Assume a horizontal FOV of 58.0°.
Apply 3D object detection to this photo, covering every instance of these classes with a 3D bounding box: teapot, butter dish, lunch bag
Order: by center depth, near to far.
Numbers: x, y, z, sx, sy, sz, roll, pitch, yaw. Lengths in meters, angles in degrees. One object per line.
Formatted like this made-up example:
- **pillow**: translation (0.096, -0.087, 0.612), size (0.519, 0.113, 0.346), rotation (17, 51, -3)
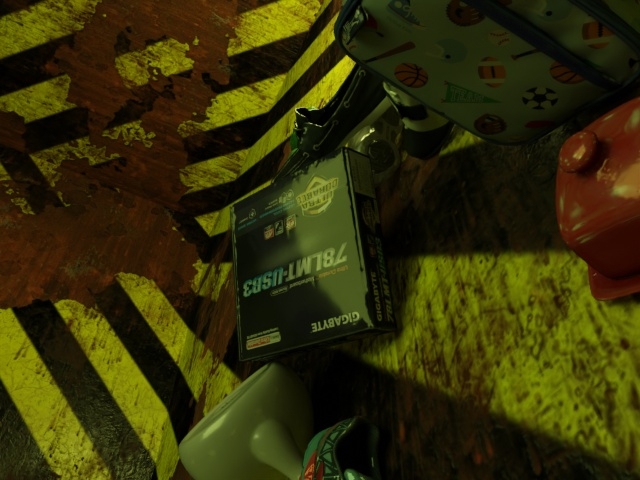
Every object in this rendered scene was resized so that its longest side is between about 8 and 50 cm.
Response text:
- **butter dish**: translation (0.246, -0.052, 0.464), size (0.160, 0.118, 0.160), rotation (-42, 31, 58)
- **lunch bag**: translation (0.171, -0.234, 0.604), size (0.243, 0.303, 0.114), rotation (-31, 37, 64)
- **teapot**: translation (-0.099, 0.343, 0.975), size (0.252, 0.187, 0.256), rotation (-41, 0, 21)

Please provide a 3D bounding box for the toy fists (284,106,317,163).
- **toy fists**: translation (-0.049, -0.259, 1.703), size (0.142, 0.096, 0.279), rotation (128, 157, -70)

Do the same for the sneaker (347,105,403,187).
- **sneaker**: translation (0.096, -0.172, 1.134), size (0.115, 0.090, 0.232), rotation (-38, 24, 47)

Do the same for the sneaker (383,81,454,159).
- **sneaker**: translation (0.147, -0.246, 0.879), size (0.330, 0.146, 0.122), rotation (101, 172, -62)

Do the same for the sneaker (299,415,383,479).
- **sneaker**: translation (0.026, 0.333, 0.709), size (0.125, 0.104, 0.261), rotation (-52, 23, 39)

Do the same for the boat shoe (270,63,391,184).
- **boat shoe**: translation (0.006, -0.221, 1.090), size (0.340, 0.113, 0.127), rotation (-41, 23, 21)

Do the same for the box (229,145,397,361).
- **box**: translation (-0.028, 0.034, 0.963), size (0.296, 0.073, 0.293), rotation (-21, 66, 38)
